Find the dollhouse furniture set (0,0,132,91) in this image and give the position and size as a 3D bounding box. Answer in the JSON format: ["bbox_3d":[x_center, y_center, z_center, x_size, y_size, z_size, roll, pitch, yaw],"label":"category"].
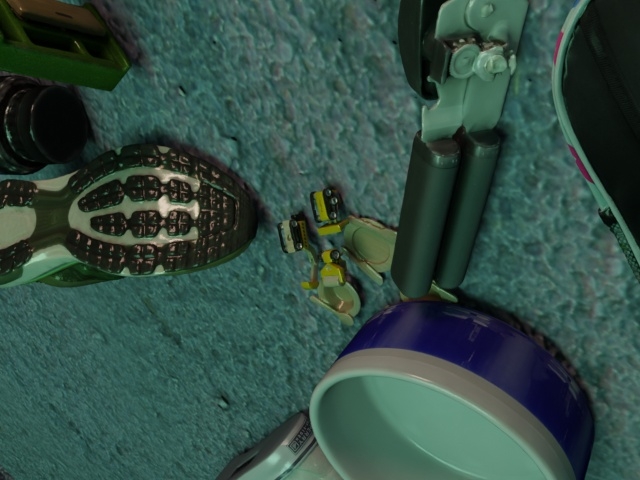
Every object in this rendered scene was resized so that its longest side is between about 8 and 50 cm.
[{"bbox_3d":[-0.281,-0.330,0.674,0.197,0.151,0.301,-44,71,28],"label":"dollhouse furniture set"}]

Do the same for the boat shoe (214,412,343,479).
[{"bbox_3d":[-0.070,0.385,1.009,0.156,0.136,0.367,44,129,0],"label":"boat shoe"}]

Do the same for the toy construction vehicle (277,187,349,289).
[{"bbox_3d":[0.000,0.000,0.707,0.086,0.035,0.098,-13,90,47],"label":"toy construction vehicle"}]

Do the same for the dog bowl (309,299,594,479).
[{"bbox_3d":[0.126,0.191,0.690,0.265,0.104,0.264,21,135,22],"label":"dog bowl"}]

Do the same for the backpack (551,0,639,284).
[{"bbox_3d":[0.249,-0.070,0.338,0.225,0.191,0.253,-26,110,44],"label":"backpack"}]

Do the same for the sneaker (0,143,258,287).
[{"bbox_3d":[-0.243,-0.010,0.859,0.410,0.182,0.158,-3,75,25],"label":"sneaker"}]

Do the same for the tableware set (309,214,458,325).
[{"bbox_3d":[0.065,0.058,0.716,0.141,0.020,0.168,35,137,13],"label":"tableware set"}]

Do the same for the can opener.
[{"bbox_3d":[0.102,-0.076,0.561,0.093,0.074,0.280,-124,28,-48],"label":"can opener"}]

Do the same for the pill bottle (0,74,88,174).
[{"bbox_3d":[-0.408,-0.142,0.863,0.219,0.123,0.122,4,124,23],"label":"pill bottle"}]
